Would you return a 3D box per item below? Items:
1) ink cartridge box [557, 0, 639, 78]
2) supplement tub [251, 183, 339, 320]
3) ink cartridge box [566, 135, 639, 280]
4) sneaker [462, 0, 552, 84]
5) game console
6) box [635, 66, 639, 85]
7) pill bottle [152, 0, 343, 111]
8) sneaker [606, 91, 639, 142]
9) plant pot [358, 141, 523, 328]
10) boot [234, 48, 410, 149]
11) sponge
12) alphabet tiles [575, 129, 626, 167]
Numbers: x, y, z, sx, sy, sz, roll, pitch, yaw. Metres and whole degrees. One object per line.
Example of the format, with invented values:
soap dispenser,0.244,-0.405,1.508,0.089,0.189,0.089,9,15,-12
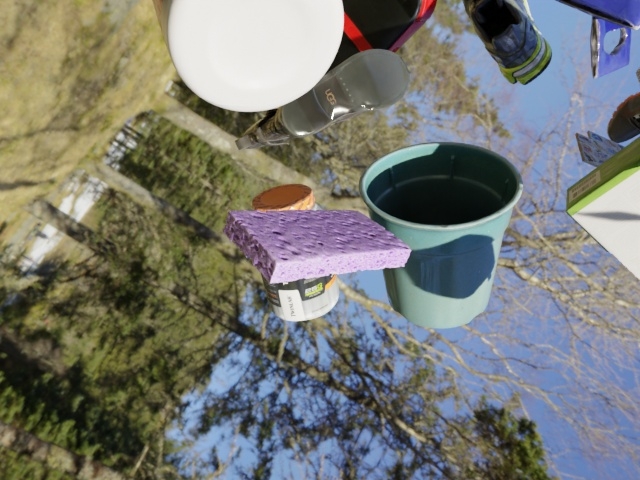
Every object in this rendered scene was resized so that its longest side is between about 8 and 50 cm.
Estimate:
ink cartridge box,0.324,-0.350,0.469,0.269,0.151,0.396,-26,146,-39
supplement tub,-0.067,0.029,1.378,0.193,0.316,0.194,-9,-151,5
ink cartridge box,0.626,-0.044,1.024,0.189,0.255,0.097,-44,-174,38
sneaker,0.329,-0.425,1.008,0.111,0.121,0.300,-36,-134,26
game console,0.017,-0.518,1.089,0.060,0.387,0.342,-41,-177,-39
box,0.559,-0.166,0.739,0.148,0.311,0.121,-48,-138,5
pill bottle,-0.137,-0.393,0.782,0.229,0.228,0.408,-47,-132,29
sneaker,0.525,-0.208,0.864,0.158,0.061,0.065,-51,-173,46
plant pot,0.272,0.001,1.254,0.341,0.340,0.334,-78,163,-51
boot,-0.006,-0.226,0.908,0.262,0.091,0.229,-26,-168,-19
sponge,0.000,0.000,0.660,0.117,0.210,0.031,39,-58,42
alphabet tiles,0.716,-0.177,1.285,0.198,0.237,0.009,-73,-173,-46
